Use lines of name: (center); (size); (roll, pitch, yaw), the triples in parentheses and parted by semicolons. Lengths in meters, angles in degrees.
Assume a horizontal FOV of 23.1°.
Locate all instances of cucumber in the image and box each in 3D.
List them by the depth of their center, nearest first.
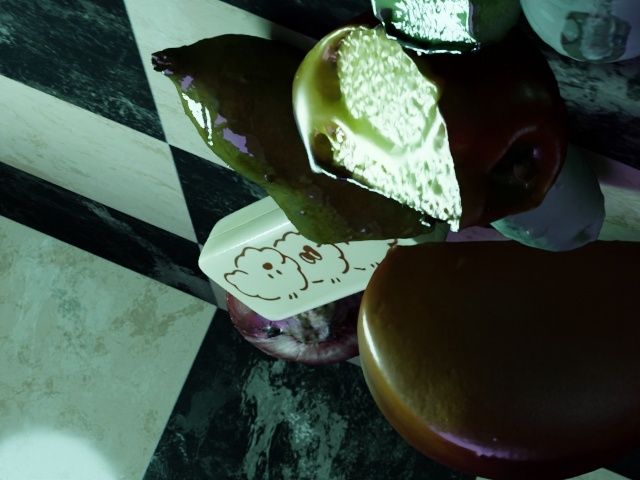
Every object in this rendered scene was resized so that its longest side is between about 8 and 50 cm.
cucumber: (0.098, -0.193, 1.094); (0.193, 0.086, 0.115); (5, 115, 61)

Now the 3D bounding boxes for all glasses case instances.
glasses case: (0.000, 0.000, 1.885); (0.144, 0.076, 0.336); (37, 145, -22)

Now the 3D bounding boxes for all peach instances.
peach: (0.092, -0.114, 1.266); (0.154, 0.158, 0.267); (-6, -165, -29)

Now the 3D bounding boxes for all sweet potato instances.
sweet potato: (-0.023, -0.108, 1.573); (0.158, 0.157, 0.370); (13, 157, 43)

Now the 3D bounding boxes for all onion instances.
onion: (-0.011, 0.049, 2.167); (0.252, 0.219, 0.252); (-1, 138, -1)

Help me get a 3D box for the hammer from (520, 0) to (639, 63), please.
hammer: (0.272, -0.157, 0.874); (0.336, 0.119, 0.206); (14, 167, 12)

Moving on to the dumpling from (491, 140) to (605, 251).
dumpling: (0.182, -0.055, 1.474); (0.149, 0.104, 0.217); (15, 176, 31)

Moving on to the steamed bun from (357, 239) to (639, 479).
steamed bun: (0.229, 0.138, 1.705); (0.379, 0.248, 0.235); (1, 165, 0)

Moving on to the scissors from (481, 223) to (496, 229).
scissors: (0.223, -0.012, 1.822); (0.220, 0.017, 0.088); (20, 164, 14)
